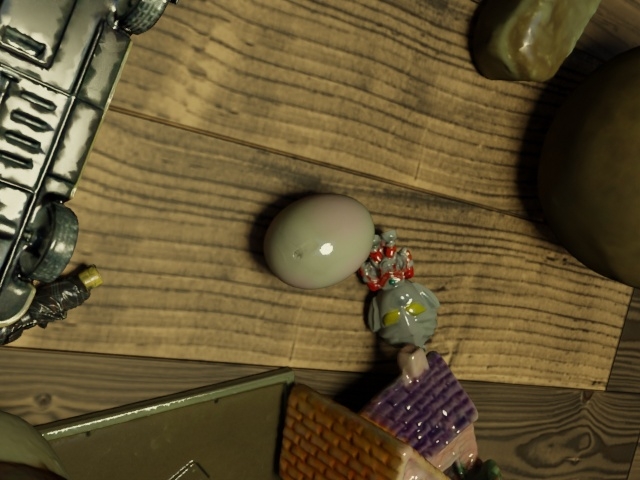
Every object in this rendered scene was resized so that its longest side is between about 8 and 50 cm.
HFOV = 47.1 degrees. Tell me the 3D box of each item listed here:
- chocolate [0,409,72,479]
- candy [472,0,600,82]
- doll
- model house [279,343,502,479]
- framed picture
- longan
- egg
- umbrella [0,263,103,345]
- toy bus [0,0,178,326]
[{"bbox_3d":[-0.325,0.249,0.598,0.283,0.186,0.284,-29,151,-18],"label":"chocolate"},{"bbox_3d":[0.285,-0.307,0.927,0.102,0.104,0.234,41,79,-31],"label":"candy"},{"bbox_3d":[0.097,0.071,0.921,0.094,0.079,0.180,-20,107,3],"label":"doll"},{"bbox_3d":[0.098,0.267,0.872,0.237,0.202,0.238,-30,120,-27],"label":"model house"},{"bbox_3d":[-0.165,0.284,0.829,0.314,0.024,0.232,-8,105,-32],"label":"framed picture"},{"bbox_3d":[0.438,-0.093,0.962,0.318,0.319,0.319,-8,105,-31],"label":"longan"},{"bbox_3d":[0.000,0.000,0.818,0.135,0.103,0.103,-24,113,-29],"label":"egg"},{"bbox_3d":[-0.274,0.069,0.700,0.143,0.037,0.040,-31,103,-20],"label":"umbrella"},{"bbox_3d":[-0.260,-0.131,0.568,0.176,0.201,0.366,24,85,-40],"label":"toy bus"}]
